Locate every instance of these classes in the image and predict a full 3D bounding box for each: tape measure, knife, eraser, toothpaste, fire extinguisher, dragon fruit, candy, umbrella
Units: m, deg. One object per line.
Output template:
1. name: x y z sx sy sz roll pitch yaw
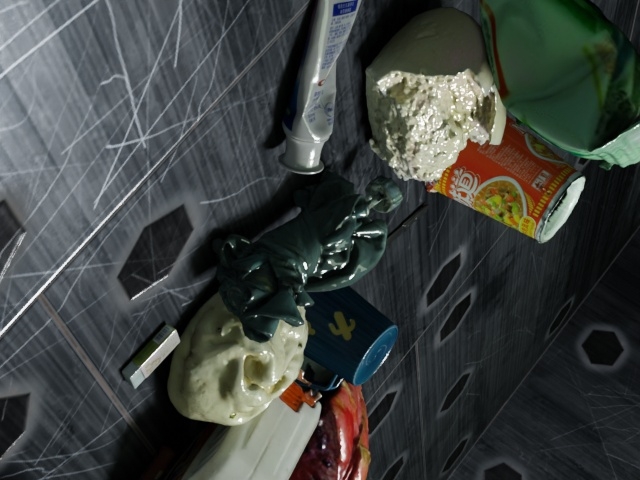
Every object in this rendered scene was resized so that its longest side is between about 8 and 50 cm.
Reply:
1. tape measure: -0.124 0.329 1.827 0.265 0.130 0.258 -46 -171 32
2. knife: 0.127 -0.012 2.157 0.170 0.010 0.023 -39 149 -35
3. eraser: -0.209 0.143 1.607 0.083 0.019 0.038 -48 160 -20
4. toothpaste: 0.004 -0.206 1.517 0.096 0.061 0.266 -27 139 -51
5. fire extinguisher: -0.240 0.333 1.838 0.100 0.032 0.046 -55 -164 0
6. dragon fruit: 0.034 0.348 2.097 0.286 0.228 0.329 -39 175 25
7. candy: 0.273 -0.267 1.595 0.172 0.398 0.263 -26 174 12
8. umbrella: 0.000 -0.003 1.689 0.094 0.143 0.349 -17 -168 46

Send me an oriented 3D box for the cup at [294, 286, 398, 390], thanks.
1. cup: 0.012 0.146 1.925 0.176 0.155 0.131 -61 159 10

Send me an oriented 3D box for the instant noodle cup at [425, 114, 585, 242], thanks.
1. instant noodle cup: 0.308 -0.103 2.131 0.193 0.212 0.193 -46 158 -25

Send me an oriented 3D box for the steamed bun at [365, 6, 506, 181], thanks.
1. steamed bun: 0.157 -0.185 1.719 0.200 0.170 0.225 -49 158 -6

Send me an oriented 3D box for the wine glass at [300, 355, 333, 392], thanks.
1. wine glass: 0.007 0.177 2.074 0.195 0.079 0.079 -39 155 -42

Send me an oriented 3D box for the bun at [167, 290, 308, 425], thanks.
1. bun: -0.095 0.151 1.724 0.231 0.133 0.231 -44 156 -25
